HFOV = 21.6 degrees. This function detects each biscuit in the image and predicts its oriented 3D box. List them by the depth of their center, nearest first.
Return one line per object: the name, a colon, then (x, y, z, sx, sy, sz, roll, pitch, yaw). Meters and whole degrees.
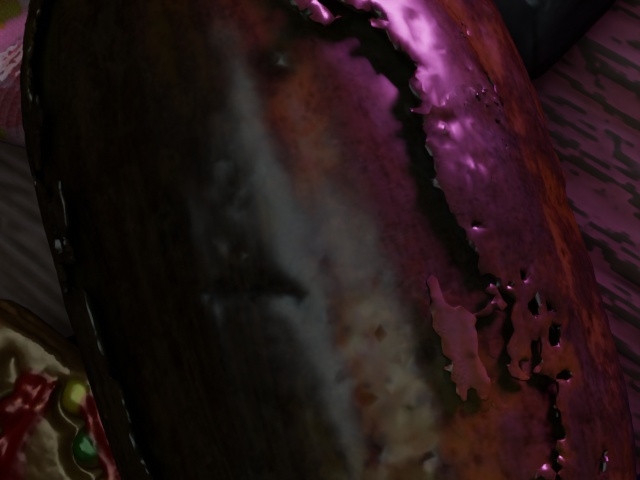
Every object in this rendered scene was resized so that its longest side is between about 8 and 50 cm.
biscuit: (-0.081, 0.125, 0.753, 0.239, 0.041, 0.212, -7, 92, 13)

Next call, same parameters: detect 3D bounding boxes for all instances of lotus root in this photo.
lotus root: (0.000, 0.000, 0.654, 0.196, 0.179, 0.397, -22, 82, 18)

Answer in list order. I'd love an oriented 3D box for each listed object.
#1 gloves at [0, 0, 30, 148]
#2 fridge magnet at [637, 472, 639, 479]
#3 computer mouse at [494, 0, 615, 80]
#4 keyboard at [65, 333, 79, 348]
gloves: (-0.174, -0.145, 0.799, 0.241, 0.126, 0.145, 46, 123, 15)
fridge magnet: (0.229, 0.162, 0.627, 0.265, 0.113, 0.265, -2, 85, 23)
computer mouse: (0.122, -0.229, 0.715, 0.188, 0.122, 0.371, 44, 107, 16)
keyboard: (-0.026, 0.045, 0.774, 0.231, 0.023, 0.072, -20, 75, 14)
